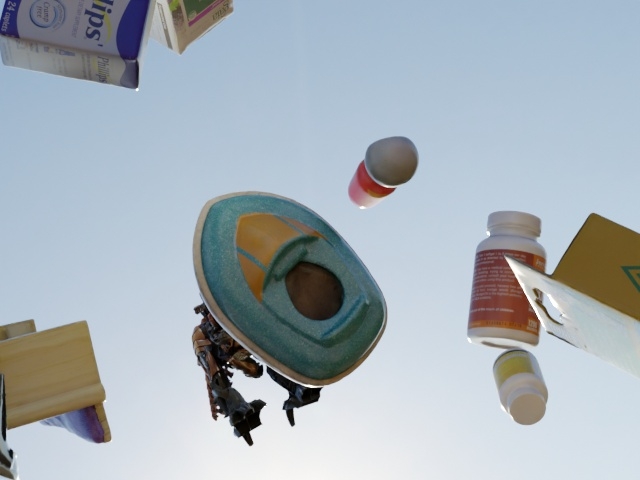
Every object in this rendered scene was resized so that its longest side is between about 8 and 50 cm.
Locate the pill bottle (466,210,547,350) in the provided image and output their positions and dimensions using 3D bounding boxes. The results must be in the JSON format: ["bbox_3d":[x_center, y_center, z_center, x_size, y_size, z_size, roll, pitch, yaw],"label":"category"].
[{"bbox_3d":[0.311,0.066,2.065,0.121,0.216,0.121,8,-14,2],"label":"pill bottle"}]

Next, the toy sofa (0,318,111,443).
[{"bbox_3d":[-0.435,0.215,1.819,0.150,0.177,0.362,-13,3,-26],"label":"toy sofa"}]

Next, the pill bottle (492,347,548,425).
[{"bbox_3d":[0.263,0.193,1.637,0.065,0.116,0.065,0,-70,0],"label":"pill bottle"}]

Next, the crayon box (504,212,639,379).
[{"bbox_3d":[0.353,0.089,1.205,0.083,0.323,0.203,-56,-33,-11],"label":"crayon box"}]

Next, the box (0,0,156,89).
[{"bbox_3d":[-0.234,-0.228,1.226,0.137,0.126,0.072,10,-21,-5],"label":"box"}]

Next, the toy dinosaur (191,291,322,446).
[{"bbox_3d":[-0.103,0.150,1.718,0.164,0.218,0.322,-32,-26,-13],"label":"toy dinosaur"}]

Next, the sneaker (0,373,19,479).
[{"bbox_3d":[-0.410,0.228,1.544,0.083,0.118,0.222,10,-18,2],"label":"sneaker"}]

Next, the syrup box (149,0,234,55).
[{"bbox_3d":[-0.216,-0.316,1.430,0.093,0.237,0.096,-43,-31,-24],"label":"syrup box"}]

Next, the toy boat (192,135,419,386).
[{"bbox_3d":[0.000,0.000,1.508,0.318,0.267,0.148,-50,1,-25],"label":"toy boat"}]
